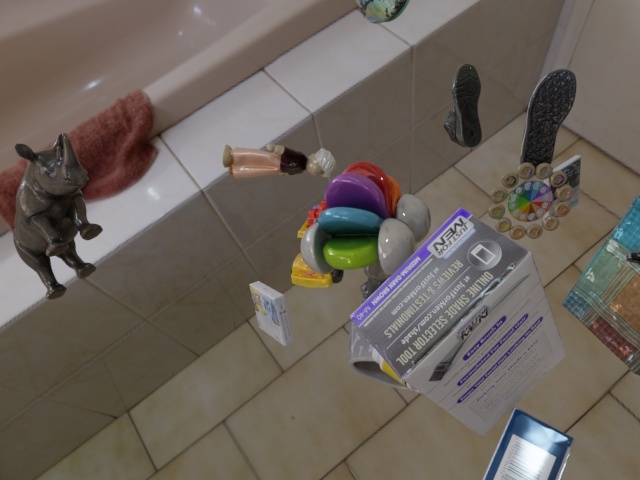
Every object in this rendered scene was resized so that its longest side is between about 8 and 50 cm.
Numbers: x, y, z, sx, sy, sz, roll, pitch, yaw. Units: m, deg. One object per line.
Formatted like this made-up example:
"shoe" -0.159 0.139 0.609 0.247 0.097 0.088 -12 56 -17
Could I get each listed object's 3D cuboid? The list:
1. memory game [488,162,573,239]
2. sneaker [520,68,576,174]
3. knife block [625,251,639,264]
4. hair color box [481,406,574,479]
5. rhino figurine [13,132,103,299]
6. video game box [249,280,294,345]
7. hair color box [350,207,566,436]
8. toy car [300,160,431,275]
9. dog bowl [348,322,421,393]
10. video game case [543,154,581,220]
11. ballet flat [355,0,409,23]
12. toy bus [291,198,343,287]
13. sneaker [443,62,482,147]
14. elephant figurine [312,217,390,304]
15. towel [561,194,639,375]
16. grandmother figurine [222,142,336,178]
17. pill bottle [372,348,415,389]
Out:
"memory game" 0.467 -0.084 1.043 0.186 0.186 0.012 -8 24 5
"sneaker" 0.491 -0.261 1.041 0.084 0.235 0.097 15 28 13
"knife block" 0.611 0.010 0.671 0.275 0.242 0.088 -33 47 35
"hair color box" 0.388 0.442 0.915 0.105 0.347 0.174 24 77 27
"rhino figurine" -0.313 -0.035 0.550 0.073 0.243 0.106 -28 73 -44
"video game box" -0.179 0.259 1.694 0.048 0.187 0.205 -23 22 -28
"hair color box" 0.201 0.129 0.619 0.185 0.339 0.110 -45 48 0
"toy car" 0.058 -0.036 0.653 0.159 0.136 0.182 0 29 29
"dog bowl" 0.232 0.322 1.251 0.348 0.349 0.102 10 64 15
"video game case" 0.781 -0.163 1.516 0.190 0.173 0.022 -28 30 -27
"ballet flat" 0.047 -0.289 0.496 0.070 0.070 0.188 -10 43 4
"toy bus" 0.000 0.000 1.339 0.149 0.212 0.220 5 33 23
"sneaker" 0.401 -0.383 1.348 0.087 0.130 0.228 -11 103 -9
"elephant figurine" 0.126 0.033 1.022 0.186 0.240 0.169 -32 29 -18
"towel" 0.784 0.108 1.147 0.040 0.370 0.271 1 35 -26
"grandmother figurine" -0.120 -0.242 1.474 0.342 0.208 0.104 2 87 5
"pill bottle" 0.169 0.266 1.010 0.116 0.065 0.065 24 67 45
